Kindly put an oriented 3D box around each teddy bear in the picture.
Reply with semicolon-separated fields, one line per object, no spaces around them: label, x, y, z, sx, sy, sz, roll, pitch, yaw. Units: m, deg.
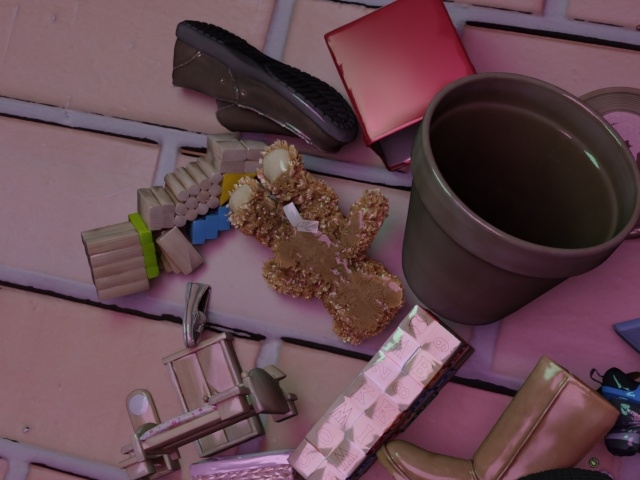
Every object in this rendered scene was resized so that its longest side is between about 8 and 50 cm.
teddy bear;0.000;0.000;1.843;0.338;0.113;0.245;31;106;13

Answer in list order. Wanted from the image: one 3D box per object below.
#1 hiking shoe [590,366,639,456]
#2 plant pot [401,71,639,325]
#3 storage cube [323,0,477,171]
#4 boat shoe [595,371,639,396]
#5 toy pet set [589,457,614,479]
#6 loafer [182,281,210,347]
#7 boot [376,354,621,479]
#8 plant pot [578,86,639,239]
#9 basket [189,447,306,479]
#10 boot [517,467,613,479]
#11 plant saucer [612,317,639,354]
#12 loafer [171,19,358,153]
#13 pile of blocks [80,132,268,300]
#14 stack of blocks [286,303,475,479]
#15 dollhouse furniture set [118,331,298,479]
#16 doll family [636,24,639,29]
hiking shoe;0.546;0.222;1.677;0.304;0.113;0.132;-7;75;-4
plant pot;0.251;-0.032;1.692;0.323;0.280;0.323;10;52;-13
storage cube;0.142;-0.247;1.827;0.215;0.183;0.193;-25;75;8
boat shoe;0.426;0.244;1.755;0.135;0.050;0.045;-33;99;-1
toy pet set;0.446;0.351;1.719;0.122;0.065;0.114;-37;75;5
loafer;-0.198;0.116;1.895;0.039;0.045;0.125;-4;47;2
boot;0.247;0.273;1.673;0.236;0.089;0.269;37;97;4
plant pot;0.448;-0.125;1.776;0.237;0.110;0.237;-2;80;11
basket;-0.104;0.380;1.818;0.167;0.113;0.103;-8;83;11
boot;0.288;0.405;1.601;0.246;0.083;0.161;-14;98;12
plant saucer;0.490;0.158;1.691;0.067;0.192;0.018;-12;113;-10
loafer;-0.097;-0.228;1.922;0.366;0.134;0.130;34;113;25
pile of blocks;-0.234;-0.045;1.934;0.362;0.149;0.112;-36;32;-4
stack of blocks;0.094;0.241;1.763;0.087;0.171;0.297;41;92;16
dollhouse furniture set;-0.219;0.229;1.741;0.303;0.355;0.174;-24;76;9
doll family;0.574;-0.312;1.797;0.193;0.076;0.111;12;88;17
